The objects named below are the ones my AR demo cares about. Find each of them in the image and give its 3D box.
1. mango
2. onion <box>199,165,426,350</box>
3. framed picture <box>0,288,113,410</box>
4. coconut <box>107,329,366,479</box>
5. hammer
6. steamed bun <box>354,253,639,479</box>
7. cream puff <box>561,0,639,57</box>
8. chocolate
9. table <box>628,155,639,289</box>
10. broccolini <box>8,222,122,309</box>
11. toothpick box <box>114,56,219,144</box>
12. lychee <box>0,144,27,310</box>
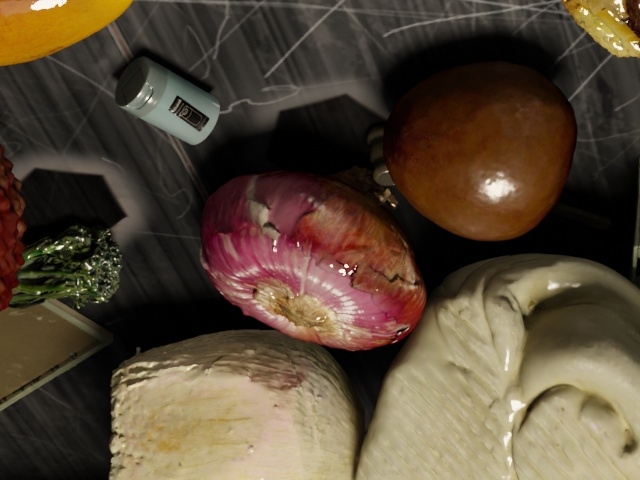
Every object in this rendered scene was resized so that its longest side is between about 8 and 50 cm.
[{"bbox_3d":[-0.252,-0.198,1.548,0.217,0.102,0.141,-9,146,9],"label":"mango"},{"bbox_3d":[0.000,0.000,1.772,0.230,0.163,0.230,18,162,6],"label":"onion"},{"bbox_3d":[-0.371,0.118,1.975,0.250,0.016,0.184,-32,132,28],"label":"framed picture"},{"bbox_3d":[-0.076,0.230,1.931,0.255,0.297,0.297,-7,140,6],"label":"coconut"},{"bbox_3d":[0.171,-0.049,1.813,0.292,0.058,0.029,16,138,-29],"label":"hammer"},{"bbox_3d":[0.231,0.198,1.812,0.255,0.342,0.367,-12,141,-49],"label":"steamed bun"},{"bbox_3d":[0.255,-0.220,1.565,0.104,0.119,0.133,5,126,27],"label":"cream puff"},{"bbox_3d":[0.140,-0.084,1.679,0.177,0.176,0.176,-3,140,-2],"label":"chocolate"},{"bbox_3d":[0.363,0.042,1.860,0.111,0.121,0.240,5,141,9],"label":"table"},{"bbox_3d":[-0.294,0.029,1.852,0.203,0.068,0.091,-5,126,12],"label":"broccolini"},{"bbox_3d":[-0.138,-0.126,1.682,0.083,0.052,0.052,28,130,-34],"label":"toothpick box"},{"bbox_3d":[-0.413,-0.012,1.607,0.330,0.306,0.306,-7,146,40],"label":"lychee"}]
